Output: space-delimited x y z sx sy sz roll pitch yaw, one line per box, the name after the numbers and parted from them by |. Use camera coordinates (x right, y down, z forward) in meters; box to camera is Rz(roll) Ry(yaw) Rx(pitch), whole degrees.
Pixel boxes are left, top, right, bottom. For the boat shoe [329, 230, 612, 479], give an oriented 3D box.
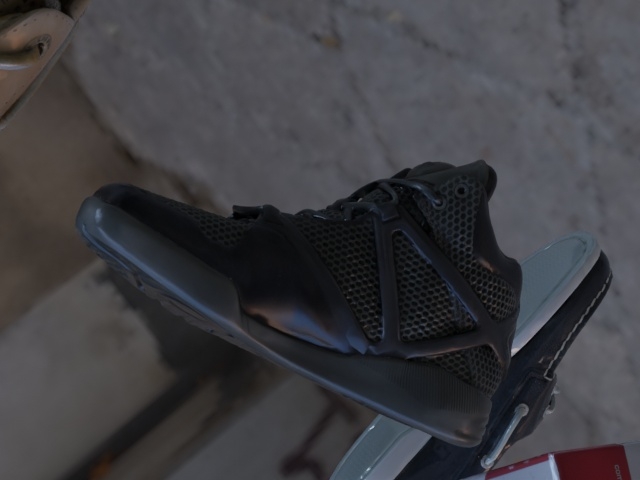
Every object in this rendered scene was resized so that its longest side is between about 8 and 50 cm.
0.133 0.124 1.534 0.091 0.302 0.114 41 -169 -15 | boat shoe

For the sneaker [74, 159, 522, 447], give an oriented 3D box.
0.000 0.000 0.921 0.227 0.130 0.087 25 174 -17 | sneaker

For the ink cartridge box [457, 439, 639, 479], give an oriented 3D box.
0.130 0.110 0.771 0.099 0.135 0.056 147 116 -62 | ink cartridge box

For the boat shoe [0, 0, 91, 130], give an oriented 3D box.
-0.157 -0.096 0.740 0.121 0.341 0.110 45 141 -22 | boat shoe
